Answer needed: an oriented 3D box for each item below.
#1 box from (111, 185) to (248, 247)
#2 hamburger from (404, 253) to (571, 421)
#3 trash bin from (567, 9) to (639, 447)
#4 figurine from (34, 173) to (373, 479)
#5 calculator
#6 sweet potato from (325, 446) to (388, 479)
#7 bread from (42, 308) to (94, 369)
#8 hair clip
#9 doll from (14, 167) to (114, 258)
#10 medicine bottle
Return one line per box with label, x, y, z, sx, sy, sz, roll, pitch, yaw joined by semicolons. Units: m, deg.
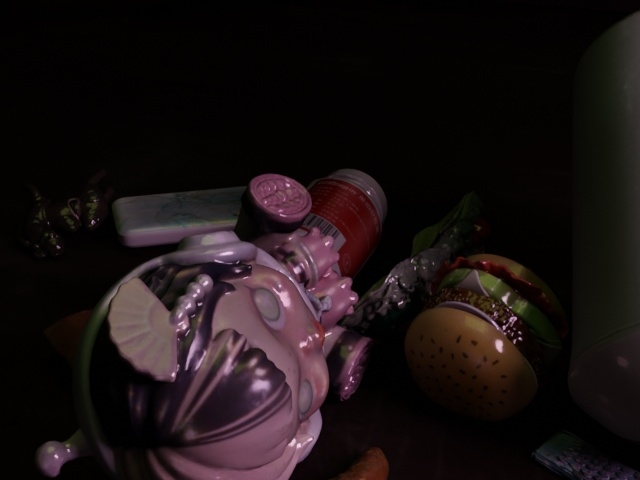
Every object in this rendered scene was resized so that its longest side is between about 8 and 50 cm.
box;-0.160;-0.039;1.348;0.285;0.044;0.142;-7;24;-15
hamburger;0.165;0.107;0.942;0.175;0.175;0.137;19;45;32
trash bin;0.379;0.001;0.887;0.280;0.280;0.432;3;59;5
figurine;-0.086;0.114;0.869;0.211;0.253;0.361;-32;8;25
calculator;0.285;0.230;0.855;0.172;0.018;0.057;26;38;38
sweet potato;-0.012;0.239;0.786;0.255;0.058;0.078;-19;12;-41
bread;-0.215;0.126;0.987;0.119;0.067;0.192;-18;33;-32
hair clip;0.136;0.043;1.122;0.091;0.138;0.321;46;37;2
doll;-0.369;-0.034;1.309;0.139;0.057;0.165;-10;39;-6
medicine bottle;0.000;0.000;1.175;0.131;0.131;0.250;11;28;19
